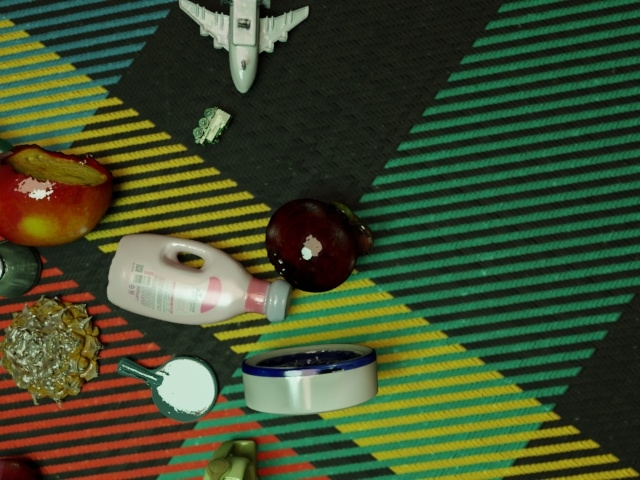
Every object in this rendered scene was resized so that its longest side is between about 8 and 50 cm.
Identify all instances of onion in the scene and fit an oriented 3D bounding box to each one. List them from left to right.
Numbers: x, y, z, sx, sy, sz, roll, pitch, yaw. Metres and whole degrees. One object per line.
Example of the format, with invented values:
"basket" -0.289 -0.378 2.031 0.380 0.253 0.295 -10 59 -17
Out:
"onion" -0.595 0.473 1.059 0.131 0.131 0.131 0 86 4

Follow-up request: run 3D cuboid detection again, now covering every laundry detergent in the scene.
"laundry detergent" -0.222 0.083 1.077 0.336 0.088 0.158 10 86 4

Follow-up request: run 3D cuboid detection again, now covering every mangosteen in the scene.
"mangosteen" 0.000 0.000 1.034 0.200 0.200 0.199 0 86 4

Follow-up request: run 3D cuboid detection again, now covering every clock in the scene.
"clock" -0.156 0.450 0.972 0.069 0.232 0.169 -1 87 5
"clock" -0.016 0.233 0.977 0.231 0.230 0.083 -7 88 4

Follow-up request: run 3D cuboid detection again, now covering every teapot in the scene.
"teapot" -0.607 0.038 1.097 0.111 0.108 0.149 21 88 4

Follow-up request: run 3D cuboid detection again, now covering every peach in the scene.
"peach" -0.501 -0.093 1.059 0.226 0.190 0.196 -24 76 9

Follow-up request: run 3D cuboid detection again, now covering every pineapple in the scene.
"pineapple" -0.526 0.209 1.097 0.225 0.076 0.224 0 88 5

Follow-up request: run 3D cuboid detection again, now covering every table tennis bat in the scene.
"table tennis bat" -0.295 0.272 1.096 0.201 0.033 0.124 19 86 3

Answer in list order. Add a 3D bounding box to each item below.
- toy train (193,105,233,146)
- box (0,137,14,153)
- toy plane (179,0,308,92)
"toy train" -0.213 -0.221 1.123 0.053 0.033 0.083 28 89 2
"box" -0.763 -0.164 1.120 0.312 0.118 0.205 33 87 6
"toy plane" -0.147 -0.414 1.097 0.251 0.101 0.255 2 86 -7
